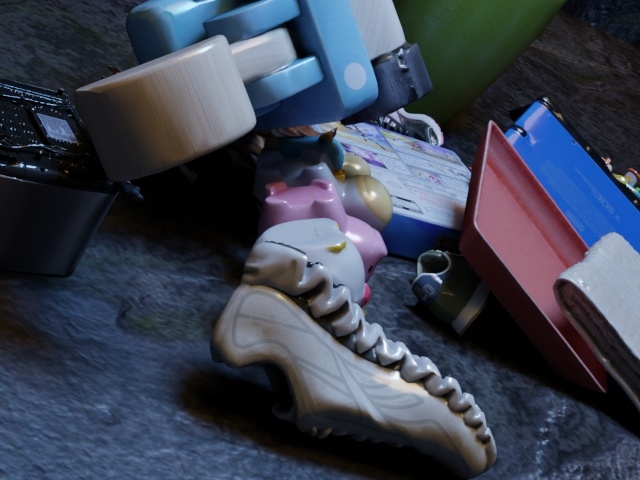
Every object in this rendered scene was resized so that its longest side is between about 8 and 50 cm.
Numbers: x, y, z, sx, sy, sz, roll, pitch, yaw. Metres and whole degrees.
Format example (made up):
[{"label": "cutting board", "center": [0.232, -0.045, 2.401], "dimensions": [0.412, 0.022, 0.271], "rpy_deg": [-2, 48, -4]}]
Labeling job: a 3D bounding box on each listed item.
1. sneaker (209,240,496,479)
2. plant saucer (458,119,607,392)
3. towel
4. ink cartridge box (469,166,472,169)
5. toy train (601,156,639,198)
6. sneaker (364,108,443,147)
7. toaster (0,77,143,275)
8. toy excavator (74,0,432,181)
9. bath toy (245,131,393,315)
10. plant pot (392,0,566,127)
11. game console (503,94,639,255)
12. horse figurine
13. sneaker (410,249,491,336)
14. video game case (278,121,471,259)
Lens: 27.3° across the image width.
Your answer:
[{"label": "sneaker", "center": [0.028, 0.128, 1.125], "dimensions": [0.292, 0.118, 0.110], "rpy_deg": [40, -18, -19]}, {"label": "plant saucer", "center": [0.243, 0.021, 1.519], "dimensions": [0.259, 0.048, 0.258], "rpy_deg": [51, 27, -19]}, {"label": "towel", "center": [0.385, 0.127, 1.502], "dimensions": [0.282, 0.049, 0.187], "rpy_deg": [52, 33, 4]}, {"label": "ink cartridge box", "center": [0.357, -0.077, 2.012], "dimensions": [0.181, 0.056, 0.225], "rpy_deg": [43, 24, 31]}, {"label": "toy train", "center": [0.485, -0.090, 2.126], "dimensions": [0.125, 0.046, 0.166], "rpy_deg": [39, 3, -30]}, {"label": "sneaker", "center": [0.098, -0.157, 1.868], "dimensions": [0.077, 0.072, 0.178], "rpy_deg": [-5, 31, -36]}, {"label": "toaster", "center": [-0.275, -0.061, 1.133], "dimensions": [0.168, 0.110, 0.185], "rpy_deg": [10, 29, -38]}, {"label": "toy excavator", "center": [-0.091, -0.165, 1.263], "dimensions": [0.445, 0.222, 0.433], "rpy_deg": [-30, 17, -31]}, {"label": "bath toy", "center": [0.000, 0.000, 1.325], "dimensions": [0.152, 0.129, 0.348], "rpy_deg": [-1, 23, 1]}, {"label": "plant pot", "center": [0.197, -0.326, 2.027], "dimensions": [0.275, 0.293, 0.274], "rpy_deg": [24, 23, -11]}, {"label": "game console", "center": [0.336, -0.039, 1.815], "dimensions": [0.293, 0.173, 0.250], "rpy_deg": [47, 57, -3]}, {"label": "horse figurine", "center": [-0.110, -0.127, 1.529], "dimensions": [0.263, 0.066, 0.174], "rpy_deg": [-3, 37, -42]}, {"label": "sneaker", "center": [0.153, 0.035, 1.501], "dimensions": [0.086, 0.064, 0.192], "rpy_deg": [35, 25, 0]}, {"label": "video game case", "center": [0.108, -0.059, 1.657], "dimensions": [0.270, 0.061, 0.244], "rpy_deg": [14, 28, -33]}]
